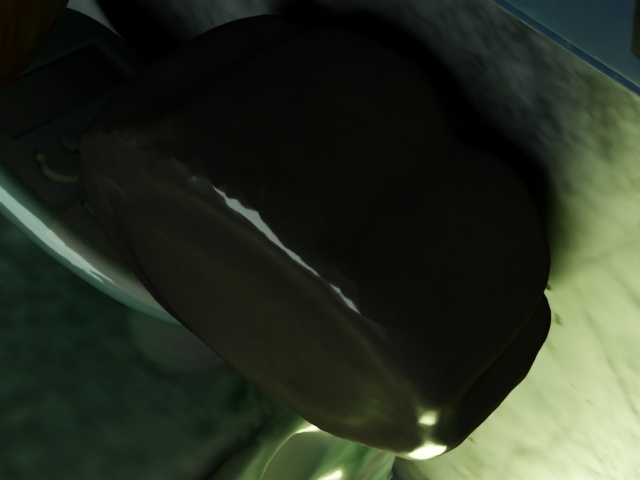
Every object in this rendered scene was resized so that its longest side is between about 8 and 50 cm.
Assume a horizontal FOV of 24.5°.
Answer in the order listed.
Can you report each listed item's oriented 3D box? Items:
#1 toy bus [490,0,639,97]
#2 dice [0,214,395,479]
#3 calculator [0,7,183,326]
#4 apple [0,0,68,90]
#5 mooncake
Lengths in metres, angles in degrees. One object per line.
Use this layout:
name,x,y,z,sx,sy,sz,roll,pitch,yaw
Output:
toy bus,0.109,-0.088,0.314,0.292,0.133,0.125,39,159,26
dice,-0.157,0.139,1.071,0.348,0.330,0.328,40,161,27
calculator,-0.143,-0.060,0.898,0.295,0.184,0.042,44,125,5
apple,-0.263,-0.198,0.734,0.309,0.277,0.250,25,148,-7
mooncake,0.000,0.000,0.742,0.245,0.133,0.245,41,160,18
